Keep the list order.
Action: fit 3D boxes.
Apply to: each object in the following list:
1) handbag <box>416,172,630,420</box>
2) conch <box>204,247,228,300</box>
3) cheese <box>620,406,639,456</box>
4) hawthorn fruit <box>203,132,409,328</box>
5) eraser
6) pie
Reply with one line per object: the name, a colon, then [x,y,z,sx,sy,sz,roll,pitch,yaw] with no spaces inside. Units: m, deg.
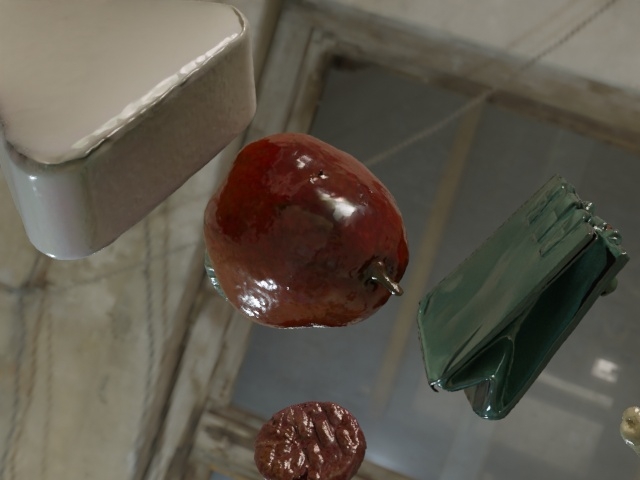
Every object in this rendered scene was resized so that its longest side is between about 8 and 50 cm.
handbag: [0.240,0.068,1.528,0.274,0.100,0.269,-48,12,11]
conch: [-0.120,0.027,2.052,0.102,0.153,0.135,-7,41,56]
cheese: [0.485,0.297,1.866,0.194,0.043,0.065,41,-133,-47]
hawthorn fruit: [0.000,0.000,1.427,0.224,0.260,0.224,-15,-68,-40]
eraser: [-0.253,-0.130,1.398,0.150,0.331,0.331,90,-156,-44]
pie: [-0.014,0.278,1.714,0.154,0.154,0.036,-62,-28,-28]
